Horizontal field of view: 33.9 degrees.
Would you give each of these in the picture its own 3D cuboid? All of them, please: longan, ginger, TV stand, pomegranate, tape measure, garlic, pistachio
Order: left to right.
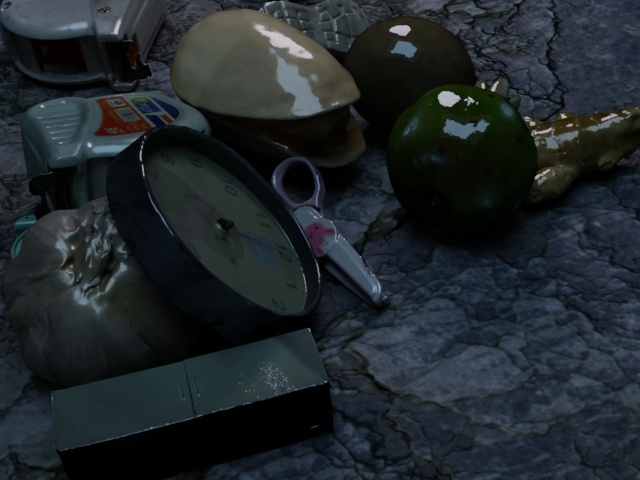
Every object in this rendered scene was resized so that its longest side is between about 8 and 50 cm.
[{"bbox_3d":[-0.370,-0.352,1.659,0.265,0.130,0.258,1,44,9],"label":"tape measure"},{"bbox_3d":[-0.237,0.053,1.139,0.228,0.152,0.228,-1,77,5],"label":"garlic"},{"bbox_3d":[-0.261,-0.100,1.330,0.246,0.125,0.243,-9,26,-22],"label":"tape measure"},{"bbox_3d":[-0.126,0.174,1.062,0.269,0.088,0.083,-15,42,-9],"label":"TV stand"},{"bbox_3d":[-0.075,-0.198,1.398,0.299,0.187,0.187,31,53,34],"label":"pistachio"},{"bbox_3d":[0.119,-0.219,1.434,0.185,0.204,0.159,20,84,-13],"label":"longan"},{"bbox_3d":[0.182,-0.118,1.287,0.187,0.187,0.225,12,46,20],"label":"pomegranate"},{"bbox_3d":[0.321,-0.121,1.351,0.205,0.081,0.115,-27,28,-13],"label":"ginger"}]

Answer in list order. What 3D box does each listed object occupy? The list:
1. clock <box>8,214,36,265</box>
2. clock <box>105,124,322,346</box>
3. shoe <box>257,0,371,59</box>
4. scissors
[{"bbox_3d":[-0.334,0.020,1.295,0.101,0.041,0.135,-5,41,1],"label":"clock"},{"bbox_3d":[-0.108,-0.010,1.152,0.055,0.280,0.280,-41,36,23],"label":"clock"},{"bbox_3d":[-0.026,-0.299,1.599,0.227,0.125,0.099,-7,73,-38],"label":"shoe"},{"bbox_3d":[0.000,0.000,1.267,0.118,0.030,0.242,-47,57,5],"label":"scissors"}]
